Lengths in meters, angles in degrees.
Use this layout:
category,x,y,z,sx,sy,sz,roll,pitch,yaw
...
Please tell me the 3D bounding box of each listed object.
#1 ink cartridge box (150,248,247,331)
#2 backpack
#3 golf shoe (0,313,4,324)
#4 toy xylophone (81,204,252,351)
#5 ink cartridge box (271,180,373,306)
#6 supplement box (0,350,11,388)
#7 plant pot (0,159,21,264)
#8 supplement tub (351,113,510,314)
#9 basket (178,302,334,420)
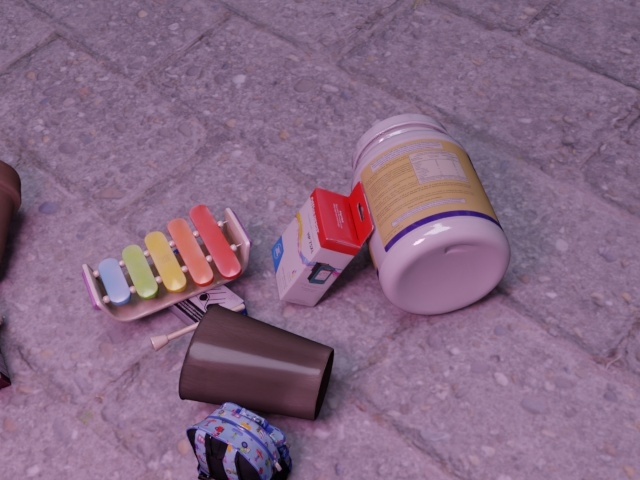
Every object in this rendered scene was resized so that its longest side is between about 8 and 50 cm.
category,x,y,z,sx,sy,sz,roll,pitch,yaw
ink cartridge box,-0.246,0.106,1.739,0.097,0.046,0.207,-39,54,-24
backpack,-0.132,0.331,1.444,0.158,0.173,0.117,22,56,26
golf shoe,-0.702,0.182,1.749,0.176,0.069,0.086,-8,72,3
toy xylophone,-0.270,0.068,1.690,0.322,0.081,0.236,-29,51,-18
ink cartridge box,0.000,0.000,1.672,0.078,0.231,0.134,14,42,-27
supplement box,-0.657,0.195,1.661,0.104,0.081,0.188,-21,74,-10
plant pot,-0.740,-0.021,1.817,0.263,0.263,0.229,-10,66,0
supplement tub,0.192,-0.054,1.680,0.241,0.241,0.331,-13,49,-2
basket,-0.101,0.217,1.546,0.227,0.154,0.204,14,30,8
